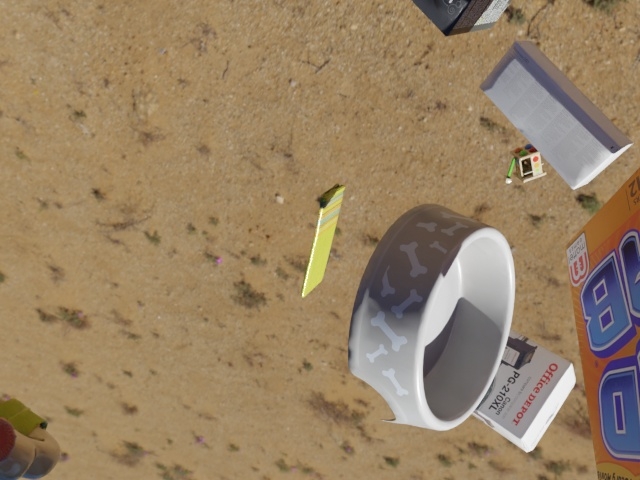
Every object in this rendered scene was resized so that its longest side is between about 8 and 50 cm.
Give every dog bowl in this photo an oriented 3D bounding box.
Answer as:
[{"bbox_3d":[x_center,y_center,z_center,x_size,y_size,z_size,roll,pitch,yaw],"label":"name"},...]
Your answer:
[{"bbox_3d":[0.187,0.121,0.848,0.102,0.349,0.349,12,144,39],"label":"dog bowl"}]

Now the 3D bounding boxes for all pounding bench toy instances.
[{"bbox_3d":[0.431,-0.165,1.204,0.083,0.052,0.065,-20,117,2],"label":"pounding bench toy"}]

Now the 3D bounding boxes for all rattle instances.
[{"bbox_3d":[-0.279,0.175,0.410,0.130,0.142,0.199,59,155,-14],"label":"rattle"}]

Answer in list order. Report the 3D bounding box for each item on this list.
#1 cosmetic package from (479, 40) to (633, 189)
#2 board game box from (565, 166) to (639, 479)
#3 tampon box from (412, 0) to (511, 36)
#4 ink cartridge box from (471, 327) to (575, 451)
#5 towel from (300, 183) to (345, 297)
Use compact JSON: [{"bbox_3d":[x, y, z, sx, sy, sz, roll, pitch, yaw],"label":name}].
[{"bbox_3d":[0.376,-0.207,0.907,0.239,0.060,0.099,56,139,19],"label":"cosmetic package"},{"bbox_3d":[0.500,0.096,0.524,0.355,0.357,0.356,5,152,0],"label":"board game box"},{"bbox_3d":[0.265,-0.461,1.029,0.120,0.160,0.101,52,139,16],"label":"tampon box"},{"bbox_3d":[0.337,0.258,1.079,0.237,0.172,0.100,30,166,38],"label":"ink cartridge box"},{"bbox_3d":[0.000,0.000,1.186,0.021,0.102,0.238,22,117,19],"label":"towel"}]
